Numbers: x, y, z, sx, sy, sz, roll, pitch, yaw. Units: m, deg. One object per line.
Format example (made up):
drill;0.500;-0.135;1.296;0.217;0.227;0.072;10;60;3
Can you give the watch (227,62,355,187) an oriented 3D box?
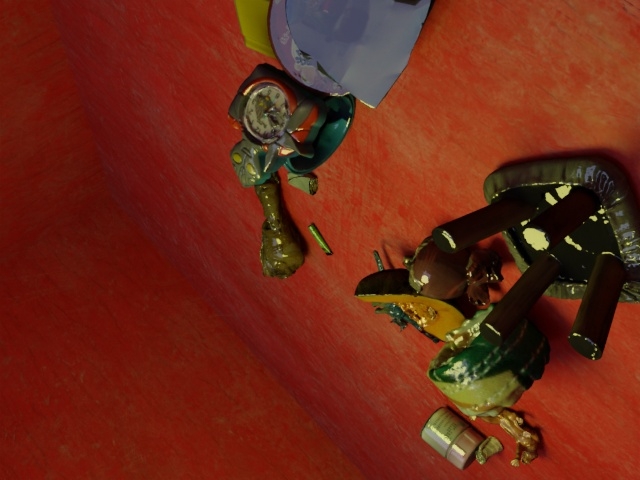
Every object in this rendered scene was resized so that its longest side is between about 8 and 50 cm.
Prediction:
watch;-0.062;-0.252;1.481;0.241;0.274;0.305;42;122;21

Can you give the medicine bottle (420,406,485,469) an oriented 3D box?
medicine bottle;0.424;0.634;2.007;0.168;0.135;0.135;36;151;33

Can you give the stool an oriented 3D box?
stool;0.403;0.031;1.146;0.310;0.226;0.310;-2;120;60

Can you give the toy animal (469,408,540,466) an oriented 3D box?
toy animal;0.516;0.505;1.749;0.255;0.114;0.116;48;-162;20

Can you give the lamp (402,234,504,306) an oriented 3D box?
lamp;0.303;0.059;1.466;0.223;0.151;0.215;2;156;8

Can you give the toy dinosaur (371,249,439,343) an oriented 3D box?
toy dinosaur;0.217;0.170;1.834;0.147;0.076;0.363;-6;124;50

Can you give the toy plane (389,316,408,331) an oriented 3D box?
toy plane;0.245;0.253;1.938;0.083;0.031;0.078;7;129;58

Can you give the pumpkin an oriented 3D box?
pumpkin;0.264;0.132;1.627;0.312;0.148;0.169;26;141;-19

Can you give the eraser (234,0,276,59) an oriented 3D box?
eraser;-0.112;-0.518;1.498;0.226;0.069;0.158;34;150;36

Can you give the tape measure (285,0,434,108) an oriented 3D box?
tape measure;0.072;-0.418;1.127;0.262;0.138;0.259;31;127;6

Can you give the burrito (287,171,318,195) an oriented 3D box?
burrito;-0.058;-0.181;1.877;0.118;0.044;0.074;31;150;35

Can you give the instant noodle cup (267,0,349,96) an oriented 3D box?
instant noodle cup;0.029;-0.440;1.278;0.274;0.091;0.274;13;125;20

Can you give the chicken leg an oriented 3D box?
chicken leg;-0.153;-0.046;2.115;0.201;0.153;0.429;35;143;49

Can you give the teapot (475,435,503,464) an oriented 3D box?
teapot;0.513;0.646;1.928;0.057;0.083;0.067;15;138;60

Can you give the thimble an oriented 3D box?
thimble;0.384;0.275;1.453;0.167;0.254;0.288;45;167;3

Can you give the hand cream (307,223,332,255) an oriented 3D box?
hand cream;0.000;0.000;2.043;0.122;0.023;0.036;56;152;-15
